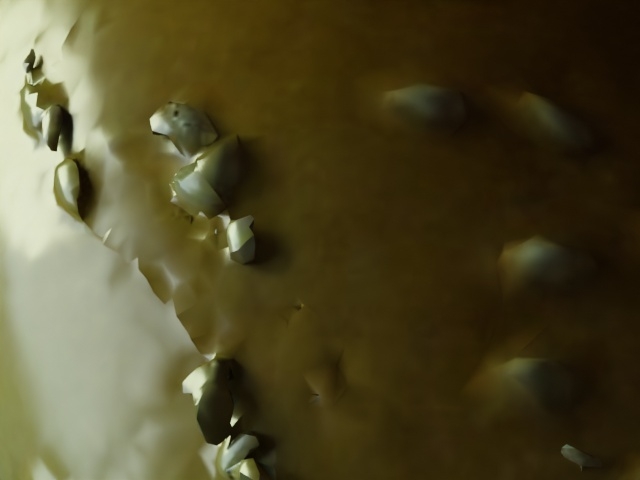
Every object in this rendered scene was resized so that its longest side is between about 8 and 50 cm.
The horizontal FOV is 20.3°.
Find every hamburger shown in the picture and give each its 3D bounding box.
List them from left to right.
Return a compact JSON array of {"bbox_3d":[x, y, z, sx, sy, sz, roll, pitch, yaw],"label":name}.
[{"bbox_3d":[0.000,0.000,0.467,0.268,0.287,0.445,108,167,-50],"label":"hamburger"}]
